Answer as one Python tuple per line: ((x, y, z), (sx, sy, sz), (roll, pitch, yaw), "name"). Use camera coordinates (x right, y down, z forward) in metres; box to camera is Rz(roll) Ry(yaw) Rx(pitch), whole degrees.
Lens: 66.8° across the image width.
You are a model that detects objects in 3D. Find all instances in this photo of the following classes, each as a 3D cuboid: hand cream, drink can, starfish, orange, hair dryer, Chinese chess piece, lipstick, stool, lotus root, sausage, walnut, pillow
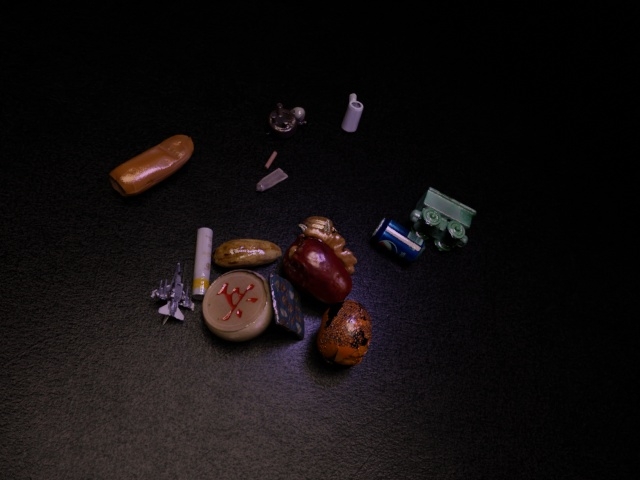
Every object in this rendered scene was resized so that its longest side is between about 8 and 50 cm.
((-0.206, -0.247, 2.001), (0.057, 0.037, 0.165), (44, 52, 9), "hand cream")
((0.316, 0.000, 1.970), (0.205, 0.118, 0.118), (34, 59, 3), "drink can")
((0.000, 0.000, 1.890), (0.208, 0.053, 0.176), (28, 96, -1), "starfish")
((0.084, 0.319, 1.665), (0.182, 0.234, 0.234), (13, 59, 9), "orange")
((0.156, -0.623, 2.262), (0.073, 0.131, 0.236), (15, 46, -5), "hair dryer")
((-0.274, 0.220, 1.639), (0.250, 0.103, 0.249), (-6, 57, 10), "Chinese chess piece")
((-0.423, 0.079, 1.743), (0.059, 0.059, 0.264), (5, 62, -14), "lipstick")
((-0.143, -0.529, 2.117), (0.217, 0.121, 0.125), (-30, 73, -22), "stool")
((0.000, -0.058, 1.938), (0.152, 0.063, 0.072), (18, 71, -5), "lotus root")
((-0.271, 0.044, 1.788), (0.258, 0.097, 0.110), (-6, 62, -23), "lotus root")
((-0.624, -0.290, 1.849), (0.134, 0.116, 0.354), (35, 55, 21), "sausage")
((0.007, 0.090, 1.776), (0.269, 0.222, 0.244), (40, 82, -12), "walnut")
((-0.210, -0.338, 2.050), (0.019, 0.019, 0.094), (27, 59, -1), "lipstick")
((-0.111, 0.225, 1.667), (0.034, 0.255, 0.189), (-15, 63, 16), "pillow")

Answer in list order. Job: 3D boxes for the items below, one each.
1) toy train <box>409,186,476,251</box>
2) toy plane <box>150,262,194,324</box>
((0.510, -0.079, 2.054), (0.266, 0.145, 0.202), (28, 56, -1), "toy train")
((-0.495, 0.171, 1.661), (0.160, 0.082, 0.234), (26, 55, -33), "toy plane")
